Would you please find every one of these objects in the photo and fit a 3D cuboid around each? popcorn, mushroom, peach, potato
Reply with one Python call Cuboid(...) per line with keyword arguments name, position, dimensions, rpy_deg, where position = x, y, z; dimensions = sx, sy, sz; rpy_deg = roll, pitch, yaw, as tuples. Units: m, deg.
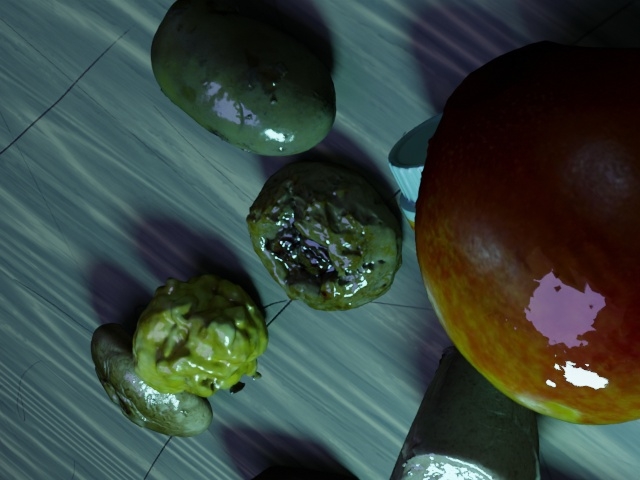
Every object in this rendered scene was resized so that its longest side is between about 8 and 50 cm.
Cuboid(name="popcorn", position=(-0.195, 0.159, 2.018), dimensions=(0.191, 0.190, 0.253), rpy_deg=(41, 149, 17))
Cuboid(name="mushroom", position=(-0.301, 0.238, 2.225), dimensions=(0.278, 0.146, 0.278), rpy_deg=(39, 170, 8))
Cuboid(name="peach", position=(0.269, -0.017, 1.240), dimensions=(0.388, 0.388, 0.388), rpy_deg=(26, 141, 24))
Cuboid(name="potato", position=(-0.099, -0.201, 1.585), dimensions=(0.262, 0.165, 0.165), rpy_deg=(35, 144, 24))

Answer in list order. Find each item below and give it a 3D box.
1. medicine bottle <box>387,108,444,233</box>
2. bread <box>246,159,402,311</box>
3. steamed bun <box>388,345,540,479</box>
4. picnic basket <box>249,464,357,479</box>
Cuboid(name="medicine bottle", position=(0.204, 0.007, 1.498), dimensions=(0.158, 0.158, 0.318), rpy_deg=(-4, 123, 46))
Cuboid(name="bread", position=(0.000, 0.000, 1.724), dimensions=(0.230, 0.123, 0.230), rpy_deg=(29, 143, 24))
Cuboid(name="steamed bun", position=(0.204, 0.310, 1.731), dimensions=(0.199, 0.251, 0.301), rpy_deg=(22, 135, 8))
Cuboid(name="picnic basket", position=(-0.026, 0.485, 2.227), dimensions=(0.297, 0.129, 0.222), rpy_deg=(-2, 123, 44))
